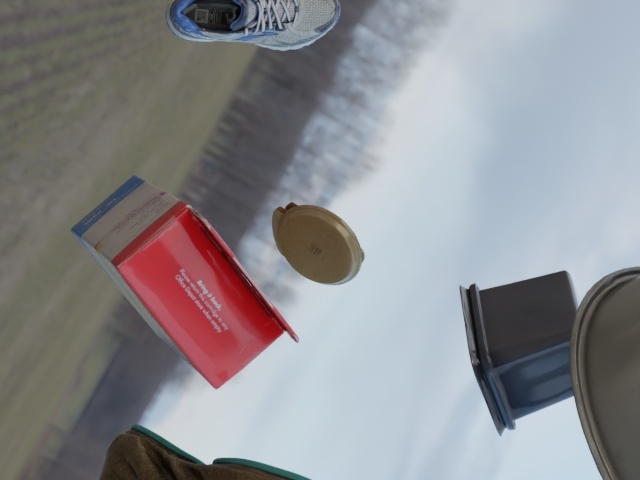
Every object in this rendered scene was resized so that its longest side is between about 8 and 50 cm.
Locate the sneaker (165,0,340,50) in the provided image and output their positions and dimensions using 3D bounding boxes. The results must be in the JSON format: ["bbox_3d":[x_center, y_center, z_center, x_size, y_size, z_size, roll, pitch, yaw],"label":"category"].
[{"bbox_3d":[-0.051,-0.172,1.258,0.058,0.135,0.052,-134,-140,-85],"label":"sneaker"}]

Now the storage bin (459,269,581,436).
[{"bbox_3d":[0.171,0.087,1.307,0.091,0.098,0.135,-18,-156,11],"label":"storage bin"}]

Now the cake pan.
[{"bbox_3d":[0.290,0.131,1.082,0.054,0.293,0.293,-42,-165,38],"label":"cake pan"}]

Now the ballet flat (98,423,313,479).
[{"bbox_3d":[-0.117,0.267,1.595,0.342,0.116,0.124,9,-119,48],"label":"ballet flat"}]

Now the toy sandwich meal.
[{"bbox_3d":[0.000,0.000,1.334,0.029,0.086,0.085,-50,175,-46],"label":"toy sandwich meal"}]

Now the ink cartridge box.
[{"bbox_3d":[-0.113,0.034,1.328,0.078,0.134,0.231,-41,-160,-9],"label":"ink cartridge box"}]
